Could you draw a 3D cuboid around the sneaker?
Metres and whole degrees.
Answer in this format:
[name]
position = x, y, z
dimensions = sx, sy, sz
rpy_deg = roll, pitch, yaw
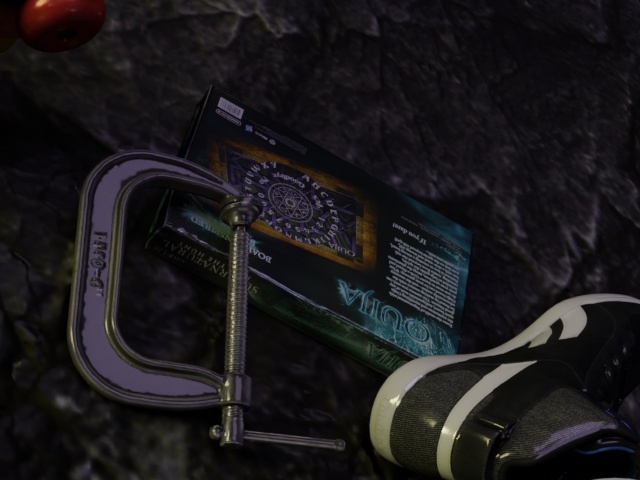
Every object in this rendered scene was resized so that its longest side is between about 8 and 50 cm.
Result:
[sneaker]
position = 0.143, 0.095, 0.769
dimensions = 0.217, 0.079, 0.121
rpy_deg = -16, 28, -37

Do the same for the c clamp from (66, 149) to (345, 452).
[c clamp]
position = -0.060, 0.029, 0.727
dimensions = 0.137, 0.022, 0.160
rpy_deg = 4, 65, -20

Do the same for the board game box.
[board game box]
position = 0.000, 0.000, 0.821
dimensions = 0.186, 0.026, 0.126
rpy_deg = 29, 41, -13

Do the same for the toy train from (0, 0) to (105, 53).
[toy train]
position = -0.165, -0.115, 0.717
dimensions = 0.248, 0.143, 0.105
rpy_deg = -3, 63, -47

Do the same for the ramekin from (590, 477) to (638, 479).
[ramekin]
position = 0.140, 0.224, 0.655
dimensions = 0.207, 0.109, 0.207
rpy_deg = 21, 43, -21
